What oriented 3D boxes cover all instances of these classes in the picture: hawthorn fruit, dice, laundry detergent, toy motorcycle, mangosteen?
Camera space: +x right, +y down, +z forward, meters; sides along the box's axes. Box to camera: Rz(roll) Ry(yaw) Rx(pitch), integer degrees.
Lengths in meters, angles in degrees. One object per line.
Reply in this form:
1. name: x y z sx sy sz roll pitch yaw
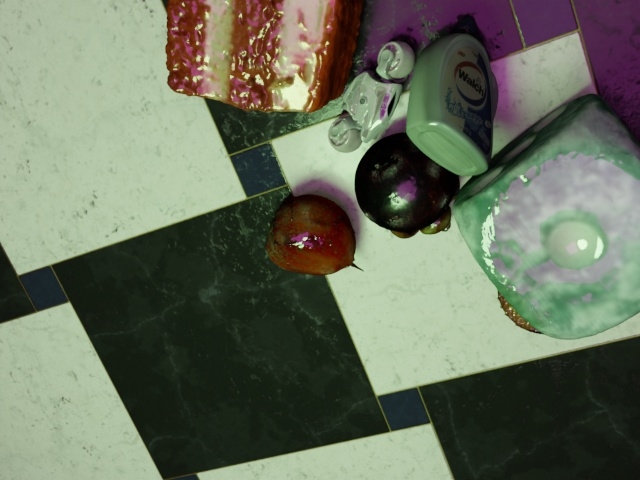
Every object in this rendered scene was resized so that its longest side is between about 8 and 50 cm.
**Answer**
1. hawthorn fruit: 0.000 0.000 1.634 0.235 0.181 0.181 27 116 -18
2. dice: 0.467 -0.047 1.410 0.328 0.348 0.330 -38 94 23
3. laundry detergent: 0.262 -0.283 1.431 0.105 0.281 0.214 -11 146 45
4. toy motorcycle: 0.107 -0.272 1.513 0.112 0.112 0.254 35 116 -2
5. mangosteen: 0.186 -0.096 1.538 0.211 0.211 0.250 -31 129 22

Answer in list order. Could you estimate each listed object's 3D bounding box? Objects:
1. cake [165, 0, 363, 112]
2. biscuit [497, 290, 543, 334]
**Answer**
1. cake: -0.101 -0.391 1.433 0.319 0.269 0.270 12 113 9
2. biscuit: 0.475 0.142 1.648 0.206 0.025 0.126 15 113 8
